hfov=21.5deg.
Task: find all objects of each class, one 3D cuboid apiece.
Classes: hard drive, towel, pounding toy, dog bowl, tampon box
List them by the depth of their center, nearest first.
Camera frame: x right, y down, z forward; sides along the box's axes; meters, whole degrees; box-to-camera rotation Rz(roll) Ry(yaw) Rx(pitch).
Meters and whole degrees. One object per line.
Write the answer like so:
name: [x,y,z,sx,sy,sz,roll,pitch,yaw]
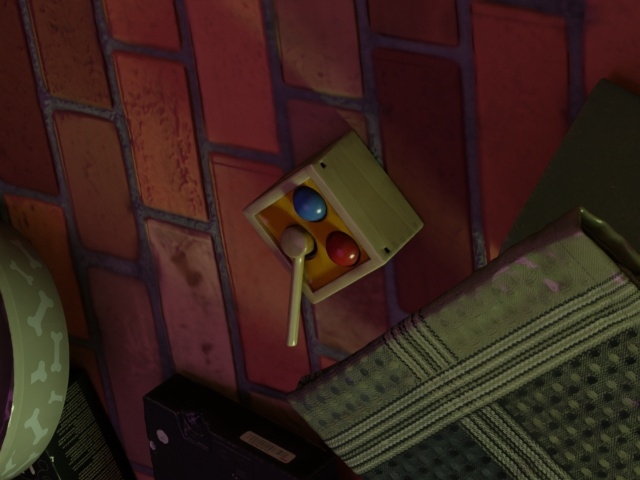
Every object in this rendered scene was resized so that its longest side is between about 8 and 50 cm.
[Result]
towel: [0.178,0.146,1.200,0.312,0.056,0.324,46,132,-11]
pounding toy: [0.000,0.000,1.527,0.130,0.100,0.141,53,136,-5]
hard drive: [-0.074,0.327,1.826,0.237,0.064,0.339,23,131,36]
dog bowl: [-0.413,0.122,1.852,0.349,0.102,0.348,1,92,39]
tampon box: [-0.311,0.241,1.944,0.120,0.101,0.161,-3,117,40]

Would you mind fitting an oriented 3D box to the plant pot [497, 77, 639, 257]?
plant pot: [0.265,0.072,1.278,0.252,0.247,0.247,22,132,14]
